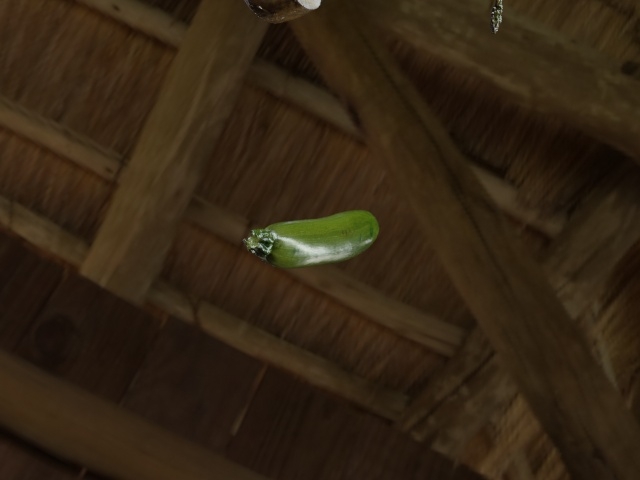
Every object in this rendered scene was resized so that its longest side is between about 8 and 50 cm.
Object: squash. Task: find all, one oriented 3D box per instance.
[{"bbox_3d":[0.000,0.000,1.491,0.069,0.258,0.069,9,-76,40],"label":"squash"}]

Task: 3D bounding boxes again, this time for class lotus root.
[{"bbox_3d":[-0.053,-0.343,1.456,0.081,0.122,0.112,-31,-82,27],"label":"lotus root"}]

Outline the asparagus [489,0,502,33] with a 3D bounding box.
[{"bbox_3d":[0.210,-0.316,1.245,0.016,0.013,0.166,39,-52,50],"label":"asparagus"}]
